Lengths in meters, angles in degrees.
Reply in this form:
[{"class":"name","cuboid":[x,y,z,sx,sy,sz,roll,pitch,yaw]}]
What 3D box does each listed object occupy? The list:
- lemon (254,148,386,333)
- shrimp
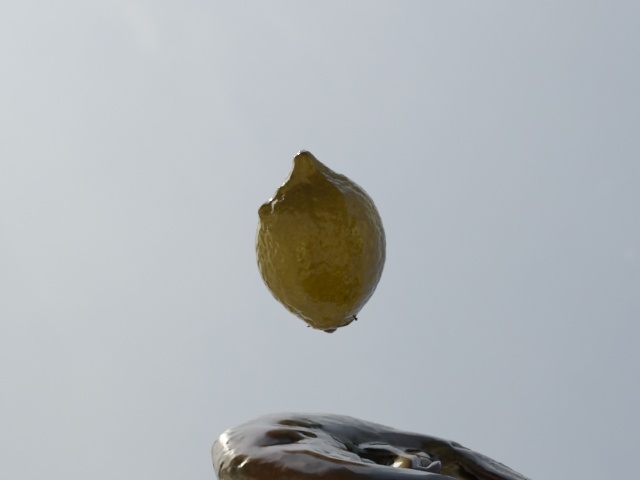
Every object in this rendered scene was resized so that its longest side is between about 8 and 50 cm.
[{"class":"lemon","cuboid":[0.000,0.000,0.862,0.065,0.065,0.092,0,-74,40]},{"class":"shrimp","cuboid":[0.070,0.118,0.754,0.251,0.143,0.052,24,-72,29]}]
